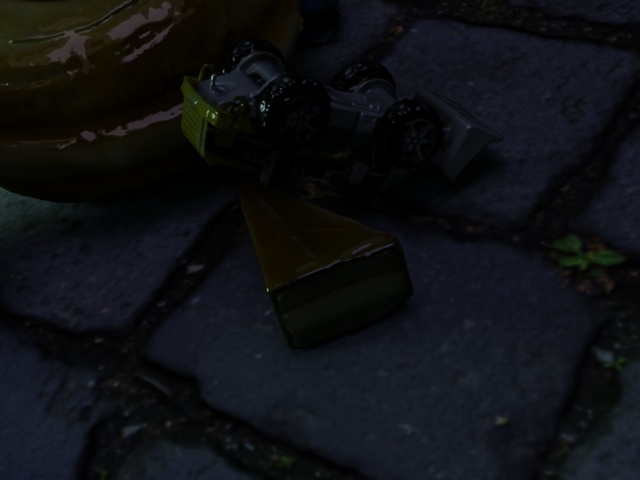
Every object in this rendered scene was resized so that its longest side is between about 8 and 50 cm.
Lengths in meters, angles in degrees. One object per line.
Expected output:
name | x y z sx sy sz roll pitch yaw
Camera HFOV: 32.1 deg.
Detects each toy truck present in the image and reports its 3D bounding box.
toy truck | 0.016 -0.100 0.989 0.285 0.111 0.136 7 24 -28

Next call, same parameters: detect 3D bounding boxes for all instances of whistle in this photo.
whistle | -0.015 -0.339 1.334 0.062 0.062 0.304 -12 41 6

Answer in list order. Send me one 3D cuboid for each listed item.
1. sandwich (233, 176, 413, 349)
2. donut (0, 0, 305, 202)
sandwich | 0.000 0.000 0.953 0.113 0.079 0.163 -19 40 -2
donut | -0.218 -0.221 1.176 0.448 0.198 0.449 -9 43 8
